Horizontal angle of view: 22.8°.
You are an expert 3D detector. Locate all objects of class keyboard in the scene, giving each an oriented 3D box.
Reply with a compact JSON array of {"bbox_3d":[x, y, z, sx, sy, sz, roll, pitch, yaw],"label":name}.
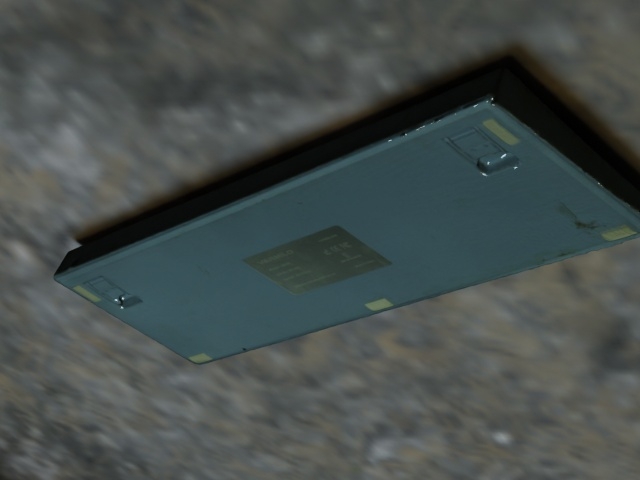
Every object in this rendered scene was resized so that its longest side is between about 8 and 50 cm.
[{"bbox_3d":[0.000,0.001,0.397,0.055,0.014,0.176,37,146,-26],"label":"keyboard"}]
